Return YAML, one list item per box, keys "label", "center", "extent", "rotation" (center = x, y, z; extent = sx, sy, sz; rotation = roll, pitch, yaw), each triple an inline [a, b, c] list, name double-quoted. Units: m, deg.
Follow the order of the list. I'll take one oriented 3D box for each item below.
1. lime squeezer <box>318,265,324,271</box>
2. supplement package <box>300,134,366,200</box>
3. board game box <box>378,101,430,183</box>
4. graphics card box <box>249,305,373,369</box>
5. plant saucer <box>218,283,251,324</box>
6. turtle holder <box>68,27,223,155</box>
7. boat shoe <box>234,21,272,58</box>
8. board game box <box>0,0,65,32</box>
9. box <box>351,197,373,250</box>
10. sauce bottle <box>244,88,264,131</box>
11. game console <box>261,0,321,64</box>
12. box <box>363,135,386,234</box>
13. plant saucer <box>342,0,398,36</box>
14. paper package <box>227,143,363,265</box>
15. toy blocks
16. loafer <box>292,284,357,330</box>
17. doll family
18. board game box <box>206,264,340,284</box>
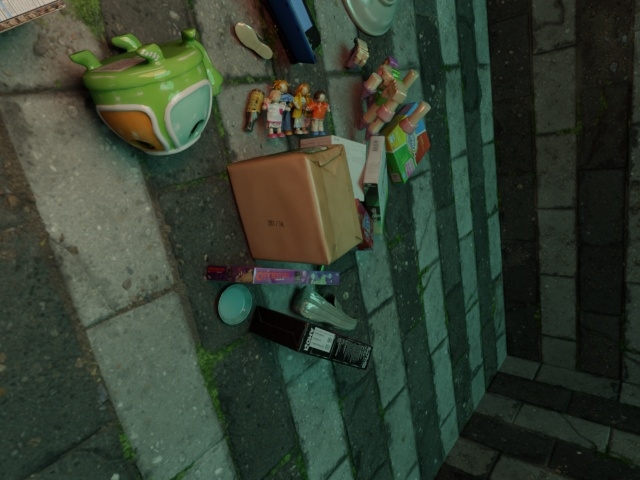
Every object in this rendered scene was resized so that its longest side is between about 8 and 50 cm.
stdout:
- label: "lime squeezer"
  center: [0.000, 0.000, 1.439]
  extent: [0.110, 0.059, 0.309]
  rotation: [-30, 116, -44]
- label: "supplement package"
  center: [0.042, -0.241, 1.395]
  extent: [0.194, 0.149, 0.202]
  rotation: [-1, 94, -49]
- label: "board game box"
  center: [0.385, -0.447, 1.833]
  extent: [0.316, 0.064, 0.242]
  rotation: [-52, 129, -32]
- label: "graphics card box"
  center: [-0.021, 0.322, 1.306]
  extent: [0.371, 0.233, 0.094]
  rotation: [30, 75, -45]
- label: "plant saucer"
  center: [-0.257, 0.188, 1.187]
  extent: [0.119, 0.021, 0.119]
  rotation: [-4, 95, -49]
- label: "turtle holder"
  center: [-0.362, -0.338, 0.903]
  extent: [0.320, 0.244, 0.227]
  rotation: [-99, 179, -53]
- label: "boat shoe"
  center: [-0.198, -0.590, 1.179]
  extent: [0.137, 0.049, 0.043]
  rotation: [26, 31, -44]
- label: "board game box"
  center: [-0.588, -0.410, 0.568]
  extent: [0.291, 0.141, 0.232]
  rotation: [-37, 141, -20]
- label: "box"
  center: [0.103, -0.048, 1.426]
  extent: [0.257, 0.128, 0.122]
  rotation: [38, 50, -65]
- label: "sauce bottle"
  center: [-0.199, -0.386, 1.192]
  extent: [0.042, 0.042, 0.128]
  rotation: [23, 74, -47]
- label: "game console"
  center: [-0.070, -0.709, 1.215]
  extent: [0.250, 0.174, 0.293]
  rotation: [-53, 130, -31]
- label: "box"
  center: [0.217, -0.204, 1.545]
  extent: [0.321, 0.059, 0.232]
  rotation: [70, 27, -54]
- label: "plant saucer"
  center: [0.218, -1.028, 1.572]
  extent: [0.401, 0.101, 0.399]
  rotation: [-4, 95, -48]
- label: "paper package"
  center: [-0.076, -0.099, 1.144]
  extent: [0.168, 0.325, 0.309]
  rotation: [-31, 114, -44]
- label: "toy blocks"
  center: [0.206, -0.538, 1.540]
  extent: [0.309, 0.260, 0.288]
  rotation: [18, 48, -24]
- label: "loafer"
  center: [0.034, 0.250, 1.455]
  extent: [0.320, 0.112, 0.111]
  rotation: [30, 79, -45]
- label: "doll family"
  center: [-0.095, -0.420, 1.270]
  extent: [0.263, 0.118, 0.163]
  rotation: [-15, 117, -37]
- label: "board game box"
  center: [-0.129, 0.104, 1.187]
  extent: [0.347, 0.208, 0.056]
  rotation: [8, 87, -49]
